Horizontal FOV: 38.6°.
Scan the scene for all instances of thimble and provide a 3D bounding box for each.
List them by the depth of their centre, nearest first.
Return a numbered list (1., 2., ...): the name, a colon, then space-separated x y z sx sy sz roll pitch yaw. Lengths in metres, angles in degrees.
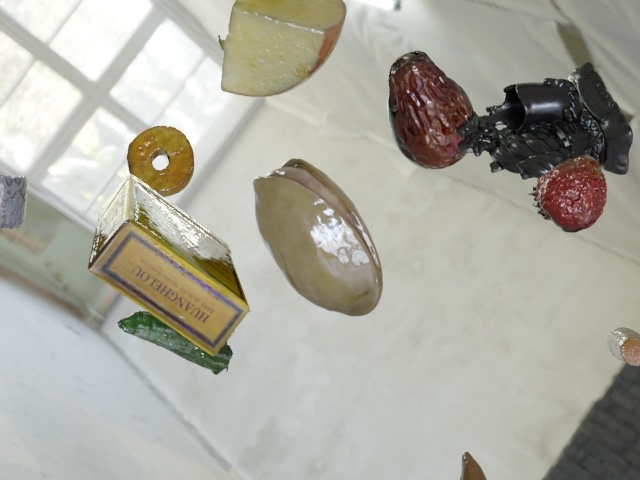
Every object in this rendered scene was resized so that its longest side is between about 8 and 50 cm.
1. thimble: -0.693 -0.083 1.938 0.127 0.118 0.151 6 5 6

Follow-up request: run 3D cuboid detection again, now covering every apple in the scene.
1. apple: -0.100 -0.470 2.006 0.252 0.314 0.309 55 24 -21

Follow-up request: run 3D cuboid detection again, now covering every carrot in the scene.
1. carrot: 0.601 0.205 1.782 0.067 0.067 0.225 35 5 10

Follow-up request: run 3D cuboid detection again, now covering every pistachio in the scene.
1. pistachio: 0.000 0.000 1.535 0.181 0.162 0.293 -37 -99 49

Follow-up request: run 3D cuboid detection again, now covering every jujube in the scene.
1. jujube: 0.199 -0.245 1.706 0.168 0.168 0.236 31 -23 52

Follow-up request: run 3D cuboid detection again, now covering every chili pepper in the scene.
1. chili pepper: -0.258 0.172 1.595 0.226 0.059 0.088 23 39 -41

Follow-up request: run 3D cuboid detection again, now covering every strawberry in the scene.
1. strawberry: 0.337 -0.065 1.222 0.106 0.106 0.106 36 -4 3

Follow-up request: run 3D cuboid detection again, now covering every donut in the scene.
1. donut: -0.326 -0.159 1.883 0.152 0.152 0.058 35 -16 16

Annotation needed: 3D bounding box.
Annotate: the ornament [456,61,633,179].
1. ornament: 0.371 -0.184 1.568 0.251 0.260 0.106 -104 178 -46

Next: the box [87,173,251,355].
1. box: -0.207 0.021 1.237 0.192 0.084 0.301 39 5 -18

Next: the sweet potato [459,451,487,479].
1. sweet potato: 0.165 0.472 1.246 0.106 0.355 0.095 23 -5 38
